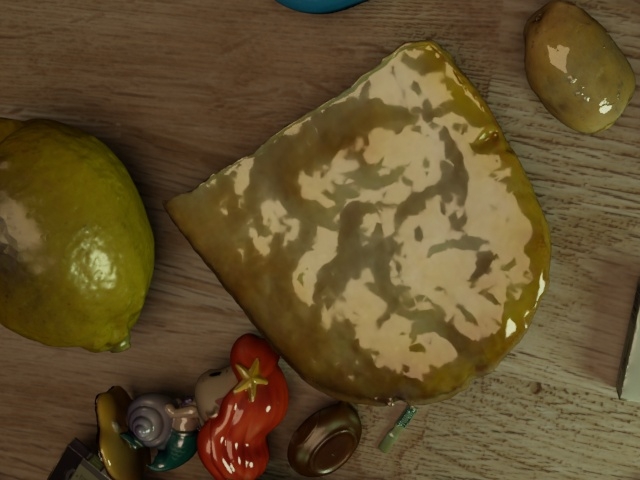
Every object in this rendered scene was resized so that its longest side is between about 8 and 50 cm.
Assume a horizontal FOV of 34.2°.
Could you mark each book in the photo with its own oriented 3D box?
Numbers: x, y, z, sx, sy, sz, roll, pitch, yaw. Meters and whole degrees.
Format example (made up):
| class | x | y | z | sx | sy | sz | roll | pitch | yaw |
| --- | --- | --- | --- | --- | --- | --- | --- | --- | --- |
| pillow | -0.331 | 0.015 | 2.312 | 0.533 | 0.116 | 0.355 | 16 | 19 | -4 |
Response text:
| class | x | y | z | sx | sy | sz | roll | pitch | yaw |
| --- | --- | --- | --- | --- | --- | --- | --- | --- | --- |
| book | -0.294 | 0.394 | 1.523 | 0.231 | 0.026 | 0.157 | 40 | 138 | 1 |

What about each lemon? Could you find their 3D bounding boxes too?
| class | x | y | z | sx | sy | sz | roll | pitch | yaw |
| --- | --- | --- | --- | --- | --- | --- | --- | --- | --- |
| lemon | -0.358 | -0.009 | 1.382 | 0.285 | 0.285 | 0.316 | -31 | 136 | 14 |

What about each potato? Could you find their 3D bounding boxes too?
| class | x | y | z | sx | sy | sz | roll | pitch | yaw |
| --- | --- | --- | --- | --- | --- | --- | --- | --- | --- |
| potato | 0.320 | -0.213 | 1.304 | 0.178 | 0.118 | 0.109 | 49 | 140 | -15 |

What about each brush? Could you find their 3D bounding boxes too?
| class | x | y | z | sx | sy | sz | roll | pitch | yaw |
| --- | --- | --- | --- | --- | --- | --- | --- | --- | --- |
| brush | 0.110 | 0.269 | 1.477 | 0.016 | 0.013 | 0.084 | 34 | 106 | 0 |

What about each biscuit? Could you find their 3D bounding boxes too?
| class | x | y | z | sx | sy | sz | roll | pitch | yaw |
| --- | --- | --- | --- | --- | --- | --- | --- | --- | --- |
| biscuit | 0.081 | -0.003 | 1.354 | 0.429 | 0.104 | 0.446 | -38 | 89 | 15 |

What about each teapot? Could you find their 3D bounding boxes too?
| class | x | y | z | sx | sy | sz | roll | pitch | yaw |
| --- | --- | --- | --- | --- | --- | --- | --- | --- | --- |
| teapot | 0.005 | 0.274 | 1.470 | 0.129 | 0.078 | 0.098 | -49 | 130 | 5 |

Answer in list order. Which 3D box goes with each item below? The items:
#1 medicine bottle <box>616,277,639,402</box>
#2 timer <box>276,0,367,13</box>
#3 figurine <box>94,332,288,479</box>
| class | x | y | z | sx | sy | sz | roll | pitch | yaw |
| --- | --- | --- | --- | --- | --- | --- | --- | --- | --- |
| medicine bottle | 0.505 | 0.145 | 1.364 | 0.201 | 0.052 | 0.171 | 9 | 102 | 9 |
| timer | 0.046 | -0.461 | 1.302 | 0.340 | 0.115 | 0.309 | -18 | 96 | 13 |
| figurine | -0.159 | 0.258 | 1.452 | 0.257 | 0.181 | 0.208 | -16 | 57 | 11 |
